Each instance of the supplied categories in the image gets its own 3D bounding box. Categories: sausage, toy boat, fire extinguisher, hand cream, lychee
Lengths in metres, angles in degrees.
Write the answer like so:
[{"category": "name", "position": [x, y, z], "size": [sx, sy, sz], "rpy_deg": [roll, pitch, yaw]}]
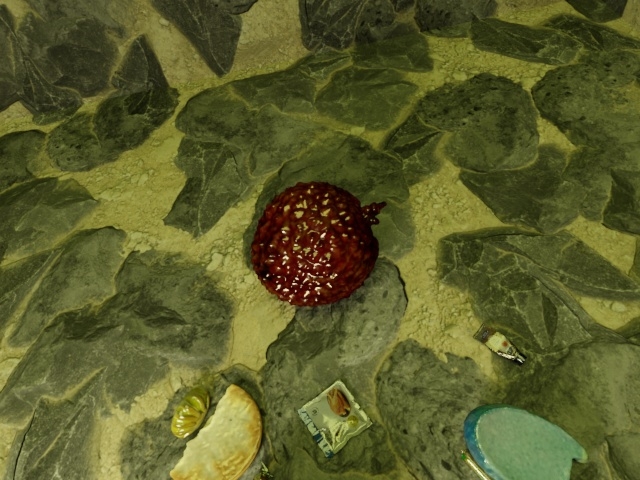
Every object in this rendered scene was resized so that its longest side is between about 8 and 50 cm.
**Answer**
[{"category": "sausage", "position": [0.483, 0.674, 1.123], "size": [0.033, 0.032, 0.269], "rpy_deg": [-37, 59, -16]}, {"category": "toy boat", "position": [0.550, 0.580, 1.148], "size": [0.330, 0.123, 0.215], "rpy_deg": [22, 67, 8]}, {"category": "fire extinguisher", "position": [-0.191, 0.720, 1.179], "size": [0.062, 0.050, 0.177], "rpy_deg": [18, 60, 16]}, {"category": "hand cream", "position": [0.575, 0.334, 1.336], "size": [0.163, 0.039, 0.062], "rpy_deg": [35, 83, 29]}, {"category": "lychee", "position": [0.000, 0.000, 1.405], "size": [0.500, 0.424, 0.424], "rpy_deg": [-36, 57, 9]}]

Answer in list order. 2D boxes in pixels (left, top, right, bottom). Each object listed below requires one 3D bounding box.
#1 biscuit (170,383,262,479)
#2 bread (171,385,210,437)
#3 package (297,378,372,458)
[{"category": "biscuit", "position": [-0.285, 0.612, 1.263], "size": [0.205, 0.040, 0.309], "rpy_deg": [22, 57, 21]}, {"category": "bread", "position": [-0.409, 0.532, 1.313], "size": [0.083, 0.094, 0.157], "rpy_deg": [18, 53, 24]}, {"category": "package", "position": [0.043, 0.540, 1.278], "size": [0.173, 0.027, 0.171], "rpy_deg": [-32, 58, -17]}]
